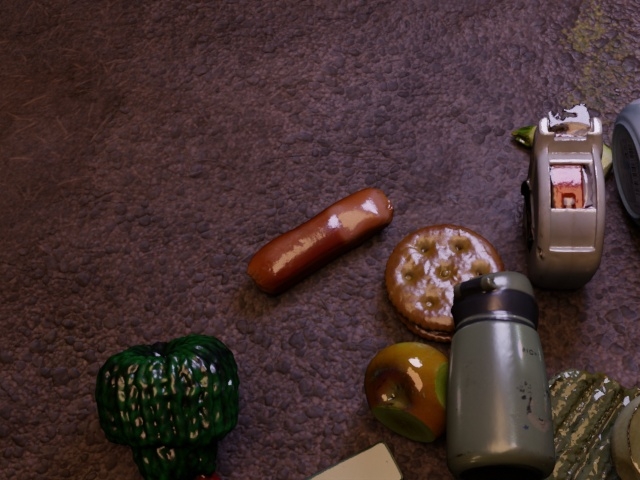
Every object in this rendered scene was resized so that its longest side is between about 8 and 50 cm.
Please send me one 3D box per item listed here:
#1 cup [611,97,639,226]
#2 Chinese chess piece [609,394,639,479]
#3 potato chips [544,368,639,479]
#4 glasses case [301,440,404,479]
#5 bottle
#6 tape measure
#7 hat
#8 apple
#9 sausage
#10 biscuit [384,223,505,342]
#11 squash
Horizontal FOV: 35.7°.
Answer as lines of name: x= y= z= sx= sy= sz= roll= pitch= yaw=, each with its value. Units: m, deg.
cup: x=0.665 y=-0.174 z=1.776 sx=0.274 sy=0.260 sz=0.357 roll=-11 pitch=31 yaw=1
Chinese chess piece: x=0.546 y=0.326 z=1.546 sx=0.188 sy=0.083 sz=0.189 roll=3 pitch=64 yaw=-6
potato chips: x=0.459 y=0.413 z=1.577 sx=0.358 sy=0.070 sz=0.429 roll=27 pitch=69 yaw=16
glasses case: x=0.042 y=0.406 z=1.642 sx=0.184 sy=0.039 sz=0.078 roll=-25 pitch=64 yaw=-7
bottle: x=0.283 y=0.208 z=1.586 sx=0.168 sy=0.168 sz=0.347 roll=0 pitch=61 yaw=6
tape measure: x=0.414 y=-0.057 z=1.714 sx=0.130 sy=0.258 sz=0.265 roll=2 pitch=63 yaw=5
hat: x=-0.242 y=0.331 z=1.625 sx=0.242 sy=0.274 sz=0.333 roll=-8 pitch=90 yaw=14
apple: x=0.147 y=0.249 z=1.642 sx=0.146 sy=0.147 sz=0.163 roll=-9 pitch=70 yaw=30
sausage: x=0.000 y=0.000 z=1.831 sx=0.300 sy=0.083 sz=0.089 roll=-30 pitch=63 yaw=-12
biscuit: x=0.224 y=0.074 z=1.779 sx=0.220 sy=0.066 sz=0.221 roll=-3 pitch=60 yaw=5
squash: x=0.452 y=-0.176 z=1.874 sx=0.200 sy=0.075 sz=0.090 roll=30 pitch=93 yaw=21
